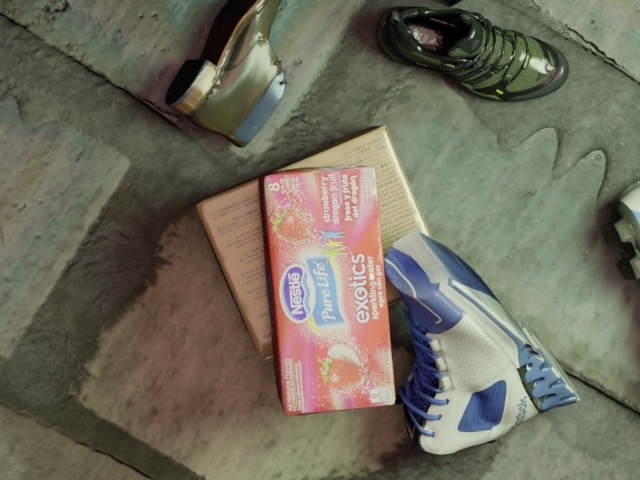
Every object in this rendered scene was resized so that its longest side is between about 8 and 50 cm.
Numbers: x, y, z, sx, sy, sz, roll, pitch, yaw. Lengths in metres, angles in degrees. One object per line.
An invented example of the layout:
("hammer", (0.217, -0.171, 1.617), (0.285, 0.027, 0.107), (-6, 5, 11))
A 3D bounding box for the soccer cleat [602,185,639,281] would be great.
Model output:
("soccer cleat", (0.448, 0.083, 1.920), (0.143, 0.116, 0.331), (-23, 93, -3))

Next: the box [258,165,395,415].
("box", (0.005, 0.049, 1.788), (0.122, 0.128, 0.257), (-5, 93, -5))

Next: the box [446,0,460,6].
("box", (0.123, -0.356, 1.845), (0.045, 0.184, 0.191), (-33, 95, -5))

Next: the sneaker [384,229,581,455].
("sneaker", (0.146, 0.145, 1.851), (0.182, 0.127, 0.315), (-40, 132, 7))

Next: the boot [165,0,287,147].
("boot", (-0.075, -0.212, 1.900), (0.106, 0.082, 0.219), (39, 84, -27))

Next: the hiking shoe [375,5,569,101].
("hiking shoe", (0.176, -0.210, 1.888), (0.227, 0.114, 0.086), (13, 91, -5))

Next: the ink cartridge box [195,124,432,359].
("ink cartridge box", (0.000, 0.000, 1.894), (0.234, 0.088, 0.193), (-22, 95, -4))
